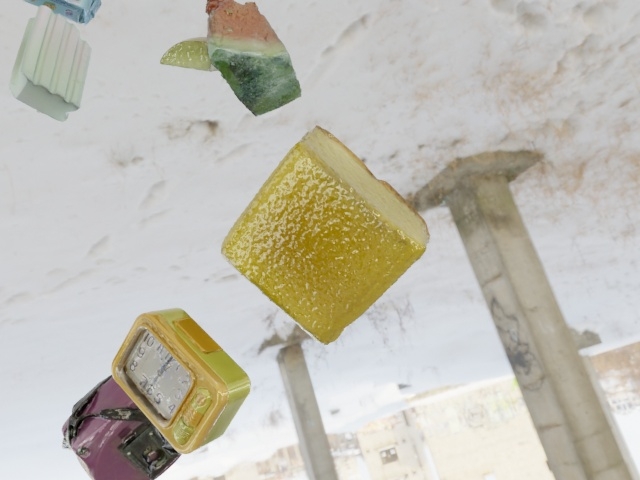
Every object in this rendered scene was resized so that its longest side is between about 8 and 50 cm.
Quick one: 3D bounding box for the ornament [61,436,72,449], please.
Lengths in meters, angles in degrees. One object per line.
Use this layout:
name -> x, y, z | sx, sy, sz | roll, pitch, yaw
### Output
ornament -> -0.507, 0.515, 1.511 | 0.260, 0.106, 0.251 | 25, 150, -9

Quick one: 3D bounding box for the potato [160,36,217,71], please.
potato -> -0.299, -0.446, 1.404 | 0.120, 0.081, 0.149 | 10, -163, -2

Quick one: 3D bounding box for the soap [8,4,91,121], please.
soap -> -0.757, -0.498, 1.685 | 0.095, 0.289, 0.173 | -26, 143, 33

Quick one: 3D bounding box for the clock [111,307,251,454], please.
clock -> -0.220, 0.213, 0.932 | 0.096, 0.202, 0.143 | -5, 130, -60

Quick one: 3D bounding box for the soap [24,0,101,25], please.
soap -> -0.862, -0.804, 1.911 | 0.293, 0.156, 0.077 | 18, 141, -20

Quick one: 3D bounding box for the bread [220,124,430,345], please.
bread -> 0.000, 0.000, 1.184 | 0.333, 0.323, 0.143 | -48, 178, 30

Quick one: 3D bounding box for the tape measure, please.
tape measure -> -0.352, 0.348, 1.127 | 0.231, 0.149, 0.245 | -45, 140, -17

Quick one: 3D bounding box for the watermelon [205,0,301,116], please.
watermelon -> -0.153, -0.412, 1.224 | 0.140, 0.256, 0.193 | -24, 150, 5
